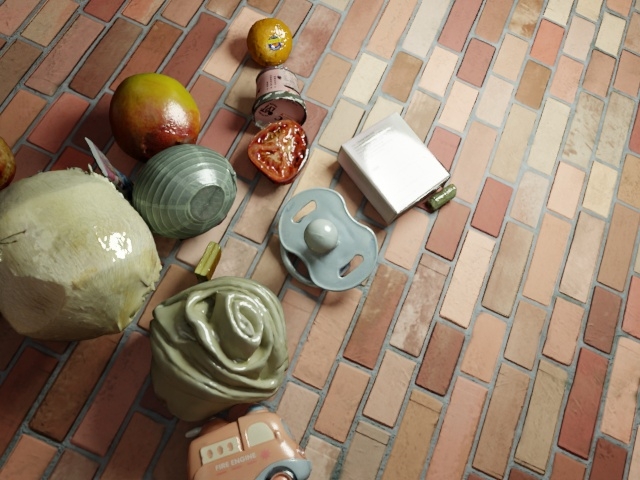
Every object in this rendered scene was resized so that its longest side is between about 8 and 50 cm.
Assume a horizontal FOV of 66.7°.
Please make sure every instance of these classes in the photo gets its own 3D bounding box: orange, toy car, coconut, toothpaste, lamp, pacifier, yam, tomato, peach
[{"bbox_3d":[-0.150,-0.577,1.420,0.135,0.117,0.136,-10,114,-25],"label":"orange"},{"bbox_3d":[-0.164,0.480,1.066,0.270,0.181,0.213,-14,66,-11],"label":"toy car"},{"bbox_3d":[-0.526,0.048,1.050,0.346,0.346,0.361,-32,89,-16],"label":"coconut"},{"bbox_3d":[-0.493,-0.148,1.160,0.061,0.266,0.096,-29,80,-13],"label":"toothpaste"},{"bbox_3d":[-0.331,-0.124,1.200,0.233,0.233,0.265,42,75,6],"label":"lamp"},{"bbox_3d":[0.000,0.000,1.213,0.238,0.226,0.287,-38,80,2],"label":"pacifier"},{"bbox_3d":[0.348,-0.123,1.391,0.094,0.043,0.043,-31,79,-17],"label":"yam"},{"bbox_3d":[-0.103,-0.236,1.340,0.166,0.082,0.174,42,76,10],"label":"tomato"},{"bbox_3d":[-0.423,-0.309,1.255,0.230,0.231,0.231,2,72,-7],"label":"peach"}]

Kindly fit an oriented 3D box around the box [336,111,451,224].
[{"bbox_3d":[0.202,-0.204,1.362,0.203,0.106,0.252,-35,82,-16],"label":"box"}]

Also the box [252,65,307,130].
[{"bbox_3d":[-0.117,-0.396,1.358,0.150,0.151,0.135,-2,65,-9],"label":"box"}]

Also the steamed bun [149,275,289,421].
[{"bbox_3d":[-0.230,0.215,1.094,0.323,0.219,0.310,-11,64,-13],"label":"steamed bun"}]

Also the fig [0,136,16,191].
[{"bbox_3d":[-0.852,-0.185,1.169,0.205,0.205,0.206,2,72,-7],"label":"fig"}]

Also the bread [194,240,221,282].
[{"bbox_3d":[-0.279,0.055,1.217,0.035,0.094,0.090,23,71,-2],"label":"bread"}]
